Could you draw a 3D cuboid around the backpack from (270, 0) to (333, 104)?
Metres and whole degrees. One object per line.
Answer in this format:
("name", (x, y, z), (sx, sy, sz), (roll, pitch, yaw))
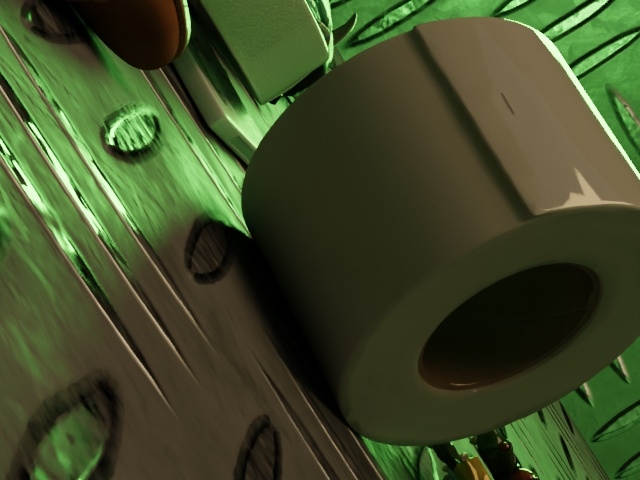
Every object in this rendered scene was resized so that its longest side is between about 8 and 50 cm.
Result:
("backpack", (-0.055, -0.233, 1.856), (0.152, 0.115, 0.182), (59, 1, 28))

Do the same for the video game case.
("video game case", (-0.090, -0.129, 1.549), (0.157, 0.019, 0.143), (60, 7, 22))

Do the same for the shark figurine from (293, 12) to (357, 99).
("shark figurine", (-0.024, -0.243, 2.197), (0.166, 0.116, 0.278), (53, 10, -49))

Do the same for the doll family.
("doll family", (0.127, 0.188, 1.458), (0.111, 0.076, 0.193), (56, 2, 26))

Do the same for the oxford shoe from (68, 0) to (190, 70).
("oxford shoe", (-0.145, -0.164, 1.174), (0.212, 0.076, 0.076), (55, 37, -43))

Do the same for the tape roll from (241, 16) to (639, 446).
("tape roll", (0.090, -0.003, 1.312), (0.169, 0.246, 0.246), (62, 8, 33))

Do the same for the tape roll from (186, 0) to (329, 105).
("tape roll", (-0.124, -0.284, 1.583), (0.392, 0.072, 0.392), (56, -1, 2))
